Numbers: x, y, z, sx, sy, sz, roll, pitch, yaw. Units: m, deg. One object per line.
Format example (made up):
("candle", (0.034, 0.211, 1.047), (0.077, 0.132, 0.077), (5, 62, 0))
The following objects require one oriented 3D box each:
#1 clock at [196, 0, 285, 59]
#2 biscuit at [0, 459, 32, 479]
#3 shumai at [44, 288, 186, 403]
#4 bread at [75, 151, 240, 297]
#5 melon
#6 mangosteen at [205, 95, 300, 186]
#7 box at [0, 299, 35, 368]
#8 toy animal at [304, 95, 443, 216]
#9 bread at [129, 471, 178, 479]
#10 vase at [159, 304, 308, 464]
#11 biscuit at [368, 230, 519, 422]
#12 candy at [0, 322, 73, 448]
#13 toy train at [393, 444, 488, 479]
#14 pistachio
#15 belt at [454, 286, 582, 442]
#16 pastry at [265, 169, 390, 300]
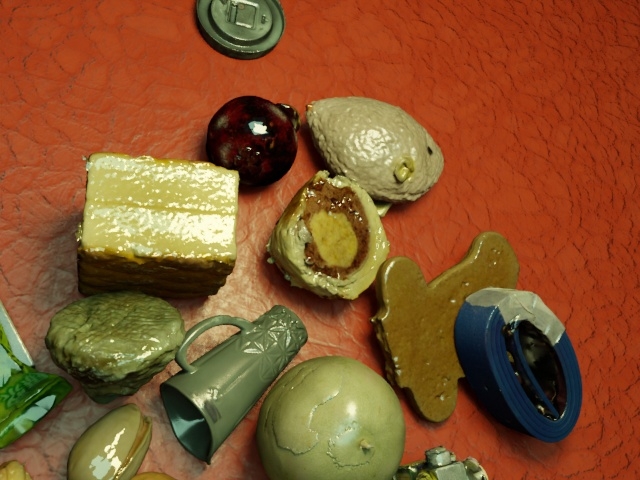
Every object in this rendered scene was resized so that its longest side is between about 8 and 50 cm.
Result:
("clock", (-0.191, -0.531, 1.595), (0.215, 0.042, 0.214), (6, 69, -17))
("biscuit", (-0.518, 0.464, 1.106), (0.118, 0.061, 0.183), (-3, 66, -64))
("shumai", (-0.340, 0.212, 1.140), (0.222, 0.272, 0.203), (-5, 105, -13))
("bread", (-0.305, -0.015, 1.239), (0.279, 0.279, 0.207), (2, 69, -16))
("melon", (0.021, 0.343, 1.192), (0.269, 0.330, 0.268), (4, 76, -17))
("mangosteen", (-0.144, -0.215, 1.421), (0.210, 0.210, 0.209), (6, 69, -17))
("box", (-0.689, 0.220, 1.145), (0.325, 0.047, 0.180), (-28, 83, -26))
("toy animal", (0.120, -0.204, 1.503), (0.359, 0.188, 0.226), (23, 54, -10))
("bread", (-0.288, 0.488, 1.114), (0.163, 0.262, 0.204), (25, 61, 31))
("vase", (-0.160, 0.240, 1.269), (0.301, 0.156, 0.251), (-39, 121, -33))
("biscuit", (0.289, 0.166, 1.461), (0.394, 0.076, 0.368), (-25, 98, -23))
("candy", (-0.558, 0.215, 1.134), (0.149, 0.069, 0.246), (-42, 95, -22))
("toy train", (0.247, 0.530, 1.289), (0.134, 0.177, 0.260), (-7, 74, -21))
("pistachio", (-0.365, 0.373, 1.161), (0.124, 0.124, 0.184), (34, 63, -5))
("belt", (0.427, 0.262, 1.419), (0.212, 0.117, 0.346), (-34, 104, -20))
("pastry", (0.007, -0.001, 1.412), (0.237, 0.170, 0.256), (46, 51, -23))
